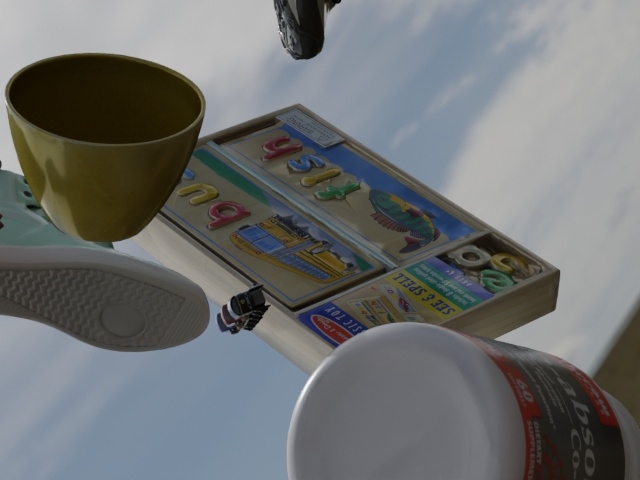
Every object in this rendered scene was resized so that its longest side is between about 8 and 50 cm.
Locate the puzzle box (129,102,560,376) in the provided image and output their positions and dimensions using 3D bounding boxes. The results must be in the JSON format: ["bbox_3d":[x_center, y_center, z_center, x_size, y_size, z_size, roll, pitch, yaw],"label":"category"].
[{"bbox_3d":[0.000,0.000,1.942,0.272,0.409,0.052,-23,-48,-34],"label":"puzzle box"}]

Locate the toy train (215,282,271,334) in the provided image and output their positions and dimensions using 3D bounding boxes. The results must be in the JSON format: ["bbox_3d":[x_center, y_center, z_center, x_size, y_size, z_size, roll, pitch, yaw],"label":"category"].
[{"bbox_3d":[-0.070,0.063,1.711,0.036,0.027,0.158,-19,-7,-10],"label":"toy train"}]

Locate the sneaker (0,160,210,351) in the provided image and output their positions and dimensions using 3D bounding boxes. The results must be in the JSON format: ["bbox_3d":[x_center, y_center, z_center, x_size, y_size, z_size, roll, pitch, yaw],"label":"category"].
[{"bbox_3d":[-0.206,0.002,1.616,0.151,0.256,0.094,-76,-4,-52],"label":"sneaker"}]

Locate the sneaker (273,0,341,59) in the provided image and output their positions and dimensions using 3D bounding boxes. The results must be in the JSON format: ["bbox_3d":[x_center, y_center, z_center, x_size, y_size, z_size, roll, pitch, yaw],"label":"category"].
[{"bbox_3d":[0.013,-0.276,1.742,0.100,0.108,0.271,88,-170,-55],"label":"sneaker"}]

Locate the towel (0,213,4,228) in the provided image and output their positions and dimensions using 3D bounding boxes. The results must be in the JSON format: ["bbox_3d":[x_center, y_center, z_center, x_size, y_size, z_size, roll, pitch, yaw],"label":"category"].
[{"bbox_3d":[-0.421,0.029,1.493,0.329,0.237,0.037,-44,-32,-3],"label":"towel"}]

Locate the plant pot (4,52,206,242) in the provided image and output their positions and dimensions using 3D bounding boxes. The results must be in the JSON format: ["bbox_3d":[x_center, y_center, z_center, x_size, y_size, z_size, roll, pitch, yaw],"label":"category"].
[{"bbox_3d":[-0.149,-0.056,1.324,0.134,0.134,0.095,-42,-34,-53],"label":"plant pot"}]

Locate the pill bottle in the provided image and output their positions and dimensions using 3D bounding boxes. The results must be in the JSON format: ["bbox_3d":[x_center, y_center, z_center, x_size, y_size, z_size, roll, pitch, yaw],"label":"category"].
[{"bbox_3d":[0.143,0.190,1.685,0.210,0.210,0.363,-58,-29,9],"label":"pill bottle"}]
